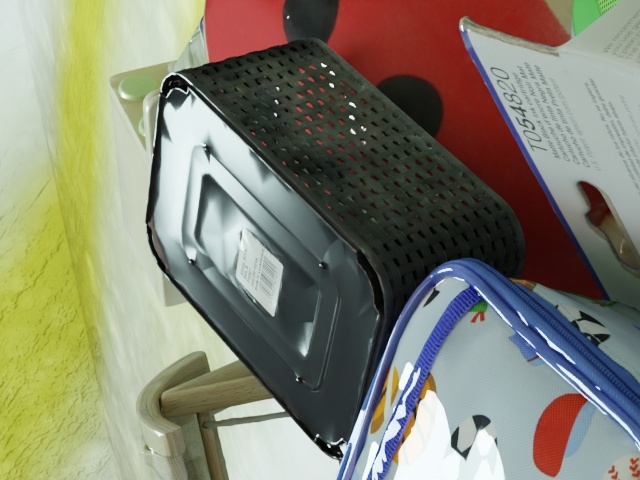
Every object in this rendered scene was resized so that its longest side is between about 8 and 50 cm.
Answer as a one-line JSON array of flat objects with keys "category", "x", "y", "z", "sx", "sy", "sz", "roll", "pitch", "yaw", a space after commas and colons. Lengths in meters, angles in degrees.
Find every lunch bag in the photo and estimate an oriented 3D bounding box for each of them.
[{"category": "lunch bag", "x": 0.062, "y": 0.172, "z": 0.630, "sx": 0.303, "sy": 0.115, "sz": 0.243, "roll": -67, "pitch": 28, "yaw": 14}]

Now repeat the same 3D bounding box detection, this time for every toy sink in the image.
[{"category": "toy sink", "x": -0.093, "y": -0.083, "z": 1.409, "sx": 0.234, "sy": 0.153, "sz": 0.131, "roll": 89, "pitch": 158, "yaw": -43}]

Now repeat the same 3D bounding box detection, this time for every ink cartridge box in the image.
[{"category": "ink cartridge box", "x": 0.177, "y": 0.007, "z": 0.582, "sx": 0.224, "sy": 0.045, "sz": 0.223, "roll": 27, "pitch": 159, "yaw": 45}]

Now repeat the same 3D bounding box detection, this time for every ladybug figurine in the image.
[{"category": "ladybug figurine", "x": 0.052, "y": -0.086, "z": 0.930, "sx": 0.449, "sy": 0.162, "sz": 0.305, "roll": -136, "pitch": 34, "yaw": -58}]

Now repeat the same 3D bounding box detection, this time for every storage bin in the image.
[{"category": "storage bin", "x": 0.000, "y": 0.000, "z": 0.770, "sx": 0.180, "sy": 0.084, "sz": 0.122, "roll": 46, "pitch": 140, "yaw": 35}]

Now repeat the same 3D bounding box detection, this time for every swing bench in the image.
[{"category": "swing bench", "x": 0.001, "y": 0.201, "z": 1.190, "sx": 0.165, "sy": 0.254, "sz": 0.253, "roll": -154, "pitch": 50, "yaw": -67}]

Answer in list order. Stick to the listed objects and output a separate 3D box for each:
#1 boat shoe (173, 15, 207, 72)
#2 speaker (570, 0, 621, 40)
[{"category": "boat shoe", "x": -0.014, "y": -0.038, "z": 1.149, "sx": 0.094, "sy": 0.109, "sz": 0.302, "roll": -43, "pitch": 62, "yaw": 43}, {"category": "speaker", "x": 0.173, "y": -0.147, "z": 0.558, "sx": 0.296, "sy": 0.131, "sz": 0.131, "roll": 100, "pitch": 149, "yaw": -55}]
